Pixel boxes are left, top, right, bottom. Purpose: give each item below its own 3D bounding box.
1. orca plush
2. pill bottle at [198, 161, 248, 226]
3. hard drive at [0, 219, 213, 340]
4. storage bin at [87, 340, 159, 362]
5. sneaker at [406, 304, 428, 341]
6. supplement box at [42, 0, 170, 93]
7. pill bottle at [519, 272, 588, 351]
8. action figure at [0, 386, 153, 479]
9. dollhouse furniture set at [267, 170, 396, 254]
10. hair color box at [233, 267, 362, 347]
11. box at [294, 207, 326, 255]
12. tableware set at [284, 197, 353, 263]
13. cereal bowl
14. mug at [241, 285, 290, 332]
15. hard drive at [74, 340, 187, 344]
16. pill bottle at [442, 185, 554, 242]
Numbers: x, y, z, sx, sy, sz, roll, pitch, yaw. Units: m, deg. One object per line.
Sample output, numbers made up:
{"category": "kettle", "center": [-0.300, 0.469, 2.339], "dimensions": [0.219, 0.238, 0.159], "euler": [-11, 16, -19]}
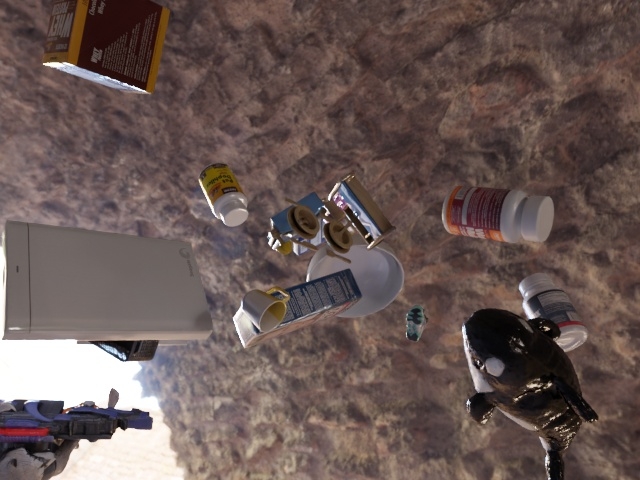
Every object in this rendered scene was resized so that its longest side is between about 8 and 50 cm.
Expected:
{"category": "orca plush", "center": [0.261, 0.197, 0.581], "dimensions": [0.102, 0.151, 0.287], "euler": [32, -32, 61]}
{"category": "pill bottle", "center": [-0.313, -0.150, 1.653], "dimensions": [0.215, 0.117, 0.117], "euler": [59, -32, 32]}
{"category": "hard drive", "center": [-0.394, 0.080, 0.954], "dimensions": [0.047, 0.353, 0.233], "euler": [-50, -132, 32]}
{"category": "storage bin", "center": [-0.503, 0.227, 1.294], "dimensions": [0.180, 0.084, 0.122], "euler": [18, -90, 29]}
{"category": "sneaker", "center": [0.213, 0.164, 1.089], "dimensions": [0.038, 0.069, 0.098], "euler": [22, -50, 23]}
{"category": "supplement box", "center": [-0.461, -0.442, 1.090], "dimensions": [0.129, 0.194, 0.191], "euler": [16, -85, 40]}
{"category": "pill bottle", "center": [0.560, 0.173, 1.234], "dimensions": [0.108, 0.180, 0.107], "euler": [-5, -44, -5]}
{"category": "action figure", "center": [-0.495, 0.387, 0.978], "dimensions": [0.342, 0.330, 0.178], "euler": [6, -89, -5]}
{"category": "dollhouse furniture set", "center": [0.000, 0.000, 1.399], "dimensions": [0.198, 0.303, 0.286], "euler": [55, -21, 7]}
{"category": "hair color box", "center": [-0.067, 0.201, 1.502], "dimensions": [0.105, 0.347, 0.174], "euler": [66, -27, 16]}
{"category": "box", "center": [0.000, -0.048, 1.838], "dimensions": [0.036, 0.225, 0.136], "euler": [40, -36, 37]}
{"category": "tableware set", "center": [0.008, -0.030, 1.164], "dimensions": [0.194, 0.128, 0.039], "euler": [22, -46, -37]}
{"category": "cereal bowl", "center": [0.116, 0.107, 1.785], "dimensions": [0.339, 0.141, 0.338], "euler": [-3, -53, -4]}
{"category": "mug", "center": [-0.098, 0.115, 0.875], "dimensions": [0.064, 0.078, 0.062], "euler": [29, -70, 34]}
{"category": "hard drive", "center": [-0.607, 0.285, 1.601], "dimensions": [0.210, 0.319, 0.040], "euler": [14, -84, 59]}
{"category": "pill bottle", "center": [0.405, -0.060, 1.160], "dimensions": [0.221, 0.121, 0.121], "euler": [11, -48, 42]}
